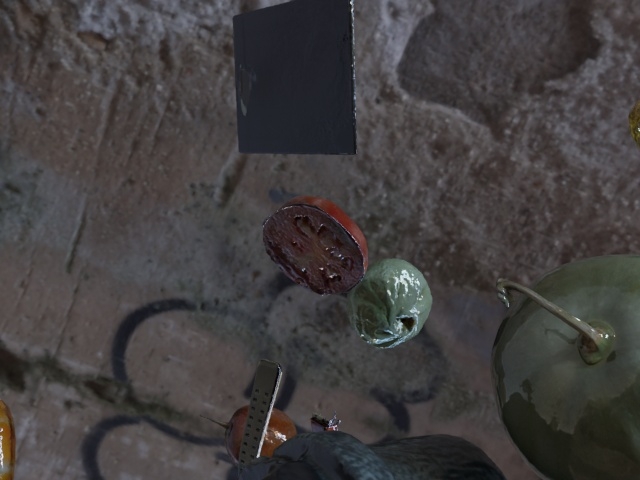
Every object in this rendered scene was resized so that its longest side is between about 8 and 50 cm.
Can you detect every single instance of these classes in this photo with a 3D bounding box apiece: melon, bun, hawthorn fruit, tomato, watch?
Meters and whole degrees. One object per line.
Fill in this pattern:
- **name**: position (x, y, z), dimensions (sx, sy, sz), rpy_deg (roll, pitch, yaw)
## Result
- **melon**: position (0.303, 0.144, 0.814), dimensions (0.271, 0.272, 0.308), rpy_deg (-68, 160, 3)
- **bun**: position (0.150, 0.135, 1.678), dimensions (0.195, 0.196, 0.118), rpy_deg (-67, -150, 17)
- **hawthorn fruit**: position (-0.128, 0.397, 1.614), dimensions (0.149, 0.189, 0.149), rpy_deg (-24, -132, 29)
- **tomato**: position (0.001, 0.000, 1.559), dimensions (0.085, 0.225, 0.225), rpy_deg (-49, 169, -42)
- **watch**: position (-0.046, 0.330, 1.293), dimensions (0.102, 0.165, 0.268), rpy_deg (9, -92, 53)

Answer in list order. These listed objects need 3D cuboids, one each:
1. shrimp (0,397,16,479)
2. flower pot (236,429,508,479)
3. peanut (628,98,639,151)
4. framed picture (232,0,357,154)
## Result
- **shrimp**: position (-0.356, 0.258, 0.789), dimensions (0.150, 0.068, 0.248), rpy_deg (39, -73, 53)
- **flower pot**: position (0.028, 0.330, 0.843), dimensions (0.299, 0.283, 0.298), rpy_deg (-2, -92, 56)
- **peanut**: position (0.527, -0.134, 1.197), dimensions (0.087, 0.206, 0.087), rpy_deg (-36, -158, 17)
- **framed picture**: position (-0.050, -0.262, 1.309), dimensions (0.324, 0.013, 0.244), rpy_deg (9, -77, 52)
